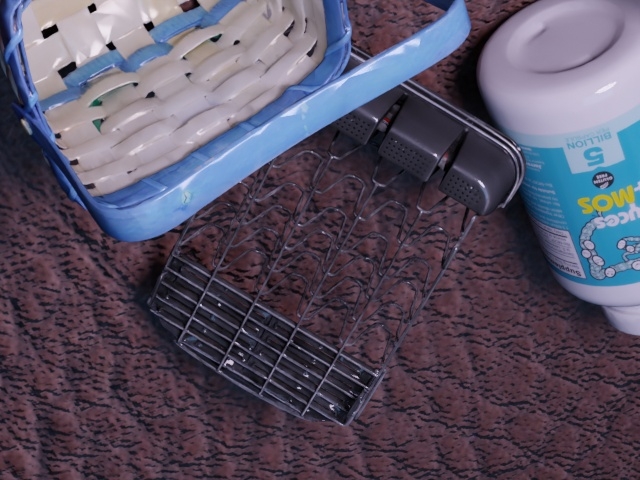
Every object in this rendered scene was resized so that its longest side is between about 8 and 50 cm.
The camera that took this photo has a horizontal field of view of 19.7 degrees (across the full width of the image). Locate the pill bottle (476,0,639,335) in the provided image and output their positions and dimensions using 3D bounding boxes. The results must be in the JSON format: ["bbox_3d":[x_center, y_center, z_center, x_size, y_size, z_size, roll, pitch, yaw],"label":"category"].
[{"bbox_3d":[0.223,-0.051,1.403,0.146,0.146,0.264,-27,126,0],"label":"pill bottle"}]

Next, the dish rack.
[{"bbox_3d":[0.000,0.000,1.365,0.208,0.074,0.271,32,119,4],"label":"dish rack"}]

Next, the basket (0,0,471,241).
[{"bbox_3d":[-0.076,-0.128,1.158,0.255,0.289,0.201,-31,125,-14],"label":"basket"}]
